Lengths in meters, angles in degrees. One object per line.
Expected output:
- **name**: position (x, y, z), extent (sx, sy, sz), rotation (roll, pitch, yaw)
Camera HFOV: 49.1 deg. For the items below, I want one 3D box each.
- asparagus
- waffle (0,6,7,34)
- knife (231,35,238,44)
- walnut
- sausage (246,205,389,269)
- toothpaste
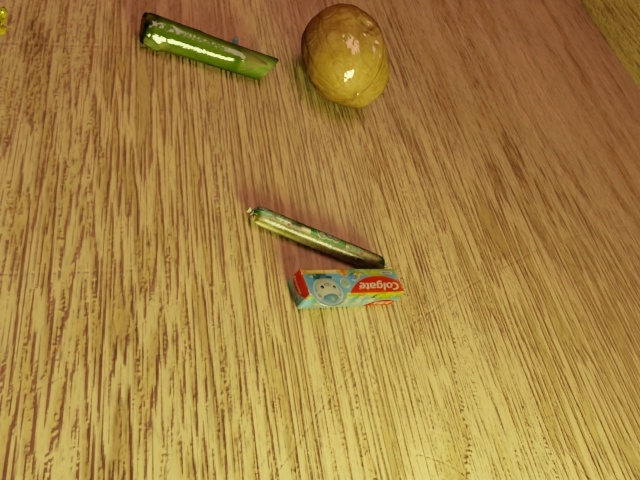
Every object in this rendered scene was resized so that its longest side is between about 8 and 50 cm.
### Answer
- **asparagus**: position (-0.209, -0.361, 1.333), extent (0.278, 0.060, 0.067), rotation (14, 26, -28)
- **waffle**: position (-0.543, -0.347, 0.992), extent (0.193, 0.070, 0.197), rotation (31, 54, -44)
- **knife**: position (-0.177, -0.393, 1.427), extent (0.014, 0.005, 0.091), rotation (25, 41, -19)
- **walnut**: position (0.053, -0.384, 1.459), extent (0.193, 0.193, 0.225), rotation (13, 45, -28)
- **sausage**: position (0.000, 0.000, 1.163), extent (0.269, 0.033, 0.032), rotation (22, 42, -19)
- **toothpaste**: position (0.047, 0.084, 1.111), extent (0.193, 0.044, 0.070), rotation (2, 53, -36)
